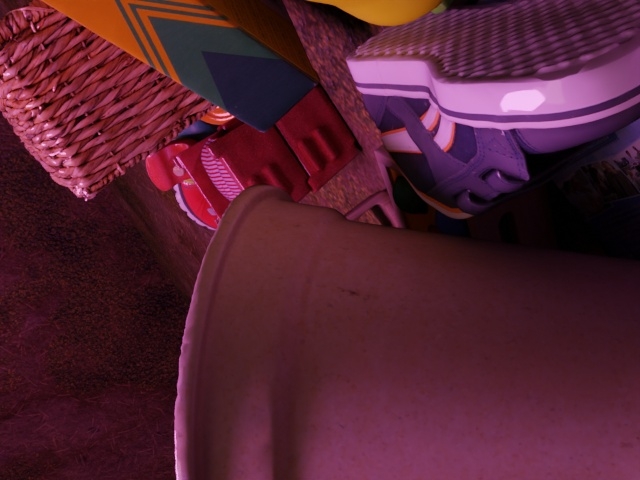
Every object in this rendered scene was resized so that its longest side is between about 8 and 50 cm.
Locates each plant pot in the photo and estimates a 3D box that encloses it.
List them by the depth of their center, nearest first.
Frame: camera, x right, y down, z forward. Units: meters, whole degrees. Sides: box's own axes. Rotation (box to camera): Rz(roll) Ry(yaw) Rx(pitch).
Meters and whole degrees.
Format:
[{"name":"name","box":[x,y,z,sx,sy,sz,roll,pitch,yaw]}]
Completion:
[{"name":"plant pot","box":[0.097,0.124,0.656,0.305,0.334,0.334,1,142,15]}]

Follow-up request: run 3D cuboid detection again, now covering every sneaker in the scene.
[{"name":"sneaker","box":[0.124,-0.084,0.565,0.127,0.126,0.321,63,172,-19]},{"name":"sneaker","box":[-0.190,-0.113,1.460,0.118,0.107,0.279,21,149,43]}]

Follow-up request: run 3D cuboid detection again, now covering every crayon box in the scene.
[{"name":"crayon box","box":[-0.155,-0.245,0.759,0.318,0.081,0.202,28,-149,-44]}]

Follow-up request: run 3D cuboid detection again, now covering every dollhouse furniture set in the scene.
[{"name":"dollhouse furniture set","box":[0.000,0.000,1.087,0.374,0.152,0.201,55,163,-11]}]

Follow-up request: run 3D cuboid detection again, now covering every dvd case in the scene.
[{"name":"dvd case","box":[0.195,-0.087,0.621,0.253,0.022,0.180,52,164,1]}]

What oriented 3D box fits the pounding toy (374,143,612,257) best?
[{"name":"pounding toy","box":[0.159,0.004,0.775,0.206,0.094,0.181,35,156,46]}]

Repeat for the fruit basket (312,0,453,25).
[{"name":"fruit basket","box":[-0.027,-0.276,0.492,0.392,0.392,0.283,32,118,49]}]

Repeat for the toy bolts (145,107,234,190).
[{"name":"toy bolts","box":[-0.174,-0.203,1.259,0.218,0.158,0.228,1,129,16]}]

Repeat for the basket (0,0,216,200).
[{"name":"basket","box":[-0.243,-0.238,0.992,0.213,0.299,0.223,37,160,45]}]
